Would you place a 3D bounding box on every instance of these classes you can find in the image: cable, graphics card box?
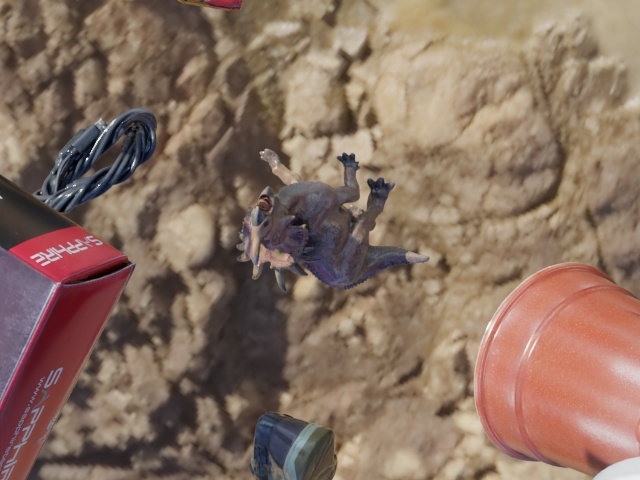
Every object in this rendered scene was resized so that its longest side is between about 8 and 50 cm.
[{"bbox_3d":[-0.269,-0.085,1.685,0.151,0.184,0.047,4,136,45],"label":"cable"},{"bbox_3d":[-0.323,0.017,0.861,0.371,0.094,0.232,33,110,12],"label":"graphics card box"}]

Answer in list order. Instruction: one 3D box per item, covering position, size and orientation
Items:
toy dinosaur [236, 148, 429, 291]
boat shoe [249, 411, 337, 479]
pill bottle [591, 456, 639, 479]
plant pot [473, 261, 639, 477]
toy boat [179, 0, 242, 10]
[{"bbox_3d":[0.000,0.000,1.806,0.296,0.200,0.127,36,145,-31],"label":"toy dinosaur"},{"bbox_3d":[-0.032,0.219,1.378,0.073,0.080,0.223,34,158,13],"label":"boat shoe"},{"bbox_3d":[0.244,0.335,1.129,0.210,0.363,0.210,10,116,20],"label":"pill bottle"},{"bbox_3d":[0.377,0.190,1.738,0.265,0.272,0.272,23,141,55],"label":"plant pot"},{"bbox_3d":[-0.119,-0.403,1.486,0.148,0.267,0.318,15,105,-5],"label":"toy boat"}]
